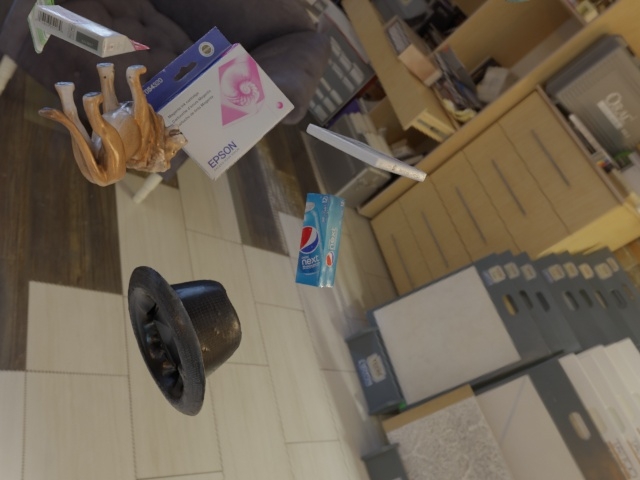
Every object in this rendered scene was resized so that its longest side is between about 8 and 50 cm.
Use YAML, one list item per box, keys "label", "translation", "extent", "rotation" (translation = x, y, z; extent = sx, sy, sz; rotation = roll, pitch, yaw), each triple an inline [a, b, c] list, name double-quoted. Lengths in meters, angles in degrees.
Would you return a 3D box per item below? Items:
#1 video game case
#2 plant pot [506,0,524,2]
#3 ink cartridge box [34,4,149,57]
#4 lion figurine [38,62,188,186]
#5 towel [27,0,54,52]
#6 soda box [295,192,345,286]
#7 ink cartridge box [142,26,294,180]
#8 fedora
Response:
- label: "video game case"
  translation: [0.076, -0.143, 0.849]
  extent: [0.157, 0.019, 0.143]
  rotation: [35, 18, 37]
- label: "plant pot"
  translation: [0.386, -0.695, 1.051]
  extent: [0.334, 0.341, 0.341]
  rotation: [32, 35, -36]
- label: "ink cartridge box"
  translation: [-0.572, -0.541, 1.334]
  extent: [0.189, 0.066, 0.232]
  rotation: [25, 32, 1]
- label: "lion figurine"
  translation: [-0.390, -0.194, 0.997]
  extent: [0.142, 0.240, 0.392]
  rotation: [5, 29, 8]
- label: "towel"
  translation: [-0.737, -0.588, 1.394]
  extent: [0.023, 0.152, 0.113]
  rotation: [-10, 80, -48]
- label: "soda box"
  translation: [0.000, 0.000, 1.205]
  extent: [0.071, 0.067, 0.210]
  rotation: [9, 88, -58]
- label: "ink cartridge box"
  translation: [-0.300, -0.397, 1.488]
  extent: [0.330, 0.324, 0.071]
  rotation: [47, -12, -11]
- label: "fedora"
  translation: [-0.255, 0.178, 1.030]
  extent: [0.152, 0.334, 0.334]
  rotation: [-20, 72, -33]
